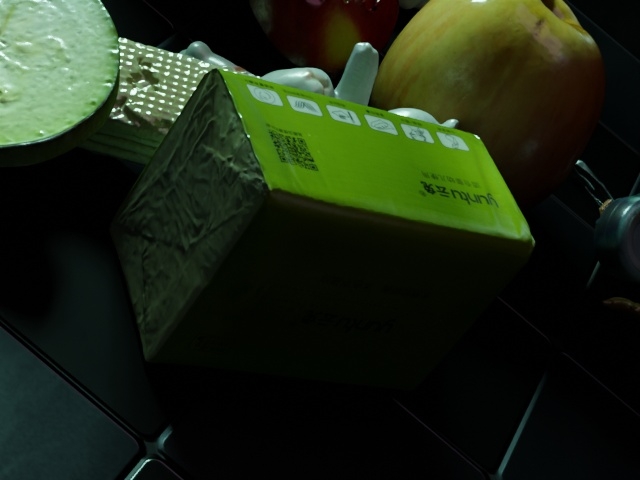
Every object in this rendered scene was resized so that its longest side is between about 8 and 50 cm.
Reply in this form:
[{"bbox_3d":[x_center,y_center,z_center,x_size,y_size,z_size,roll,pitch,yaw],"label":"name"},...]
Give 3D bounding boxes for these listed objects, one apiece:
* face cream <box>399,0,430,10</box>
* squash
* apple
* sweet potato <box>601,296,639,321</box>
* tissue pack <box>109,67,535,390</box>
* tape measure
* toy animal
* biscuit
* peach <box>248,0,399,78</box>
[{"bbox_3d":[0.077,-0.340,1.859,0.311,0.092,0.092,23,37,-24],"label":"face cream"},{"bbox_3d":[-0.270,-0.144,1.264,0.219,0.041,0.219,4,53,-5],"label":"squash"},{"bbox_3d":[0.182,-0.157,1.609,0.242,0.241,0.242,24,37,-19],"label":"apple"},{"bbox_3d":[0.352,0.081,1.697,0.115,0.026,0.026,23,37,-20],"label":"sweet potato"},{"bbox_3d":[0.000,0.000,1.286,0.274,0.200,0.167,12,41,-35],"label":"tissue pack"},{"bbox_3d":[0.324,-0.017,1.775,0.107,0.104,0.180,-21,29,-29],"label":"tape measure"},{"bbox_3d":[-0.005,-0.110,1.465,0.282,0.138,0.140,33,39,-9],"label":"toy animal"},{"bbox_3d":[-0.157,-0.118,1.346,0.239,0.062,0.108,14,47,-11],"label":"biscuit"},{"bbox_3d":[0.012,-0.312,1.705,0.189,0.068,0.279,10,65,-28],"label":"peach"}]
